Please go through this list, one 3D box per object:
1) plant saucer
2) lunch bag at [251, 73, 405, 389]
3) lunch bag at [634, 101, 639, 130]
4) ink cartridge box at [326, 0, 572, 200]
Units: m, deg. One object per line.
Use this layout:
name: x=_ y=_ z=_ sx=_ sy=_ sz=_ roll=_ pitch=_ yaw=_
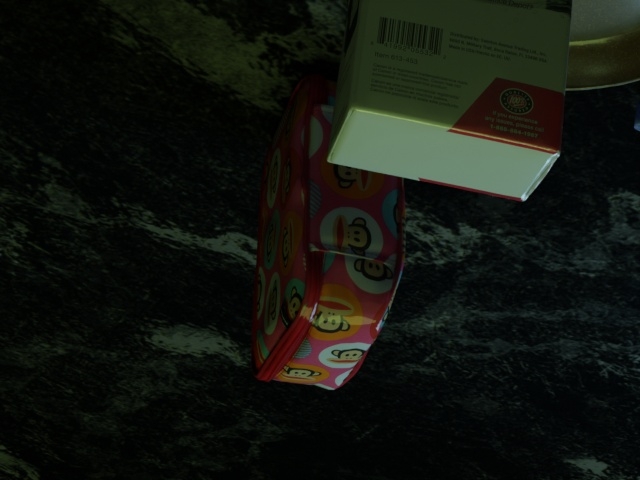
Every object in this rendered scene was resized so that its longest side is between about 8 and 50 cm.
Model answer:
plant saucer: x=0.213 y=-0.239 z=1.618 sx=0.310 sy=0.050 sz=0.310 roll=6 pitch=153 yaw=3
lunch bag: x=0.000 y=0.000 z=1.863 sx=0.120 sy=0.293 sz=0.258 roll=9 pitch=152 yaw=-12
lunch bag: x=0.455 y=-0.086 z=1.786 sx=0.293 sy=0.138 sz=0.221 roll=13 pitch=156 yaw=9
ink cartridge box: x=0.109 y=-0.171 z=1.471 sx=0.172 sy=0.237 sz=0.100 roll=11 pitch=154 yaw=-8
